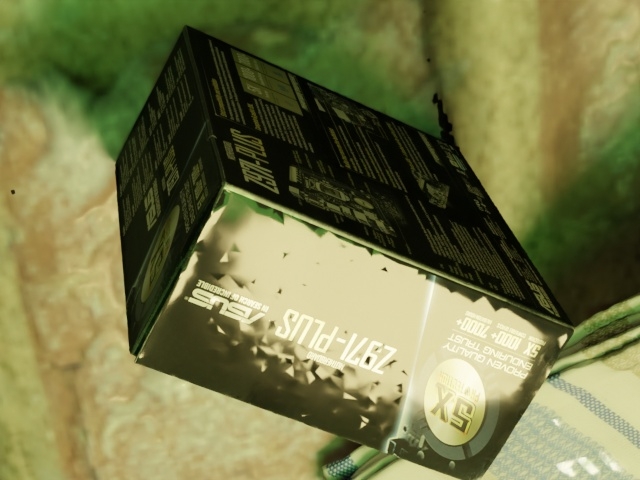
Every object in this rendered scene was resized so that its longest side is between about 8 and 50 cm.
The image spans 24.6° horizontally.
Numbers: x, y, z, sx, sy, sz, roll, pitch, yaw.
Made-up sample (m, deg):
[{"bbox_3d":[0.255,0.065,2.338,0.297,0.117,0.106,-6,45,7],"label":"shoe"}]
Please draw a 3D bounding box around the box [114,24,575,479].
[{"bbox_3d":[0.000,0.000,0.598,0.147,0.180,0.077,22,110,-20],"label":"box"}]

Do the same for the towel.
[{"bbox_3d":[0.166,0.119,0.709,0.209,0.034,0.285,41,125,-21],"label":"towel"}]
